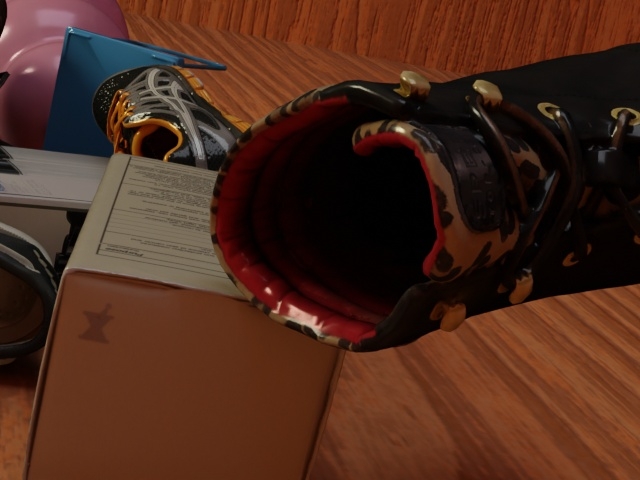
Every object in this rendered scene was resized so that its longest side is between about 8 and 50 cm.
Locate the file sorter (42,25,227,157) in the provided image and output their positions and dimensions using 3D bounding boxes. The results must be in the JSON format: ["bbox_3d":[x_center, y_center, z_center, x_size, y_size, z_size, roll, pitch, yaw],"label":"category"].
[{"bbox_3d":[-0.164,-0.090,1.243,0.118,0.170,0.104,18,13,24],"label":"file sorter"}]

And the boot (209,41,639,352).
[{"bbox_3d":[0.150,-0.034,0.645,0.284,0.138,0.377,-12,8,-35],"label":"boot"}]

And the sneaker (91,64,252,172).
[{"bbox_3d":[-0.123,-0.082,1.064,0.083,0.084,0.215,-4,21,-37],"label":"sneaker"}]

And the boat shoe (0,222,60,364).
[{"bbox_3d":[-0.302,0.009,0.840,0.303,0.114,0.091,7,9,-18],"label":"boat shoe"}]

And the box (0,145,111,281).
[{"bbox_3d":[-0.180,-0.007,1.065,0.290,0.087,0.169,5,15,-28],"label":"box"}]

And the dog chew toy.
[{"bbox_3d":[-0.277,-0.169,1.423,0.207,0.206,0.332,6,22,-24],"label":"dog chew toy"}]

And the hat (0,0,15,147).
[{"bbox_3d":[-0.346,-0.189,1.175,0.331,0.134,0.331,33,-3,2],"label":"hat"}]

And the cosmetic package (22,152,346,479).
[{"bbox_3d":[-0.078,0.048,0.846,0.153,0.129,0.296,13,13,-6],"label":"cosmetic package"}]
